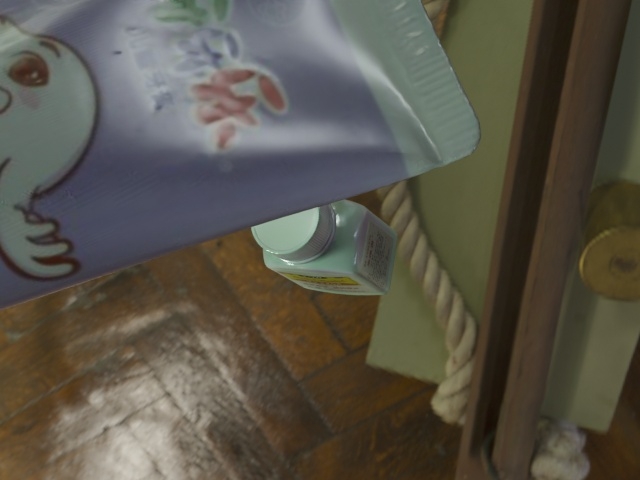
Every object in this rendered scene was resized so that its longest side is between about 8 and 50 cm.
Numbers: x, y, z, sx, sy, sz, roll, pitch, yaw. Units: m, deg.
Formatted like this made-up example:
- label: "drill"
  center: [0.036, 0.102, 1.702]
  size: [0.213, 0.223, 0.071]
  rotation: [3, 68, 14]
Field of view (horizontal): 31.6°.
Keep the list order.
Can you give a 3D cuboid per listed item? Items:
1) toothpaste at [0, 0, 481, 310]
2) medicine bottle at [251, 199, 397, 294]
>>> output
- label: "toothpaste"
  center: [-0.140, -0.017, 0.380]
  size: [0.371, 0.080, 0.125]
  rotation: [-22, 76, -3]
- label: "medicine bottle"
  center: [0.000, 0.000, 0.795]
  size: [0.074, 0.118, 0.055]
  rotation: [5, 76, 25]
